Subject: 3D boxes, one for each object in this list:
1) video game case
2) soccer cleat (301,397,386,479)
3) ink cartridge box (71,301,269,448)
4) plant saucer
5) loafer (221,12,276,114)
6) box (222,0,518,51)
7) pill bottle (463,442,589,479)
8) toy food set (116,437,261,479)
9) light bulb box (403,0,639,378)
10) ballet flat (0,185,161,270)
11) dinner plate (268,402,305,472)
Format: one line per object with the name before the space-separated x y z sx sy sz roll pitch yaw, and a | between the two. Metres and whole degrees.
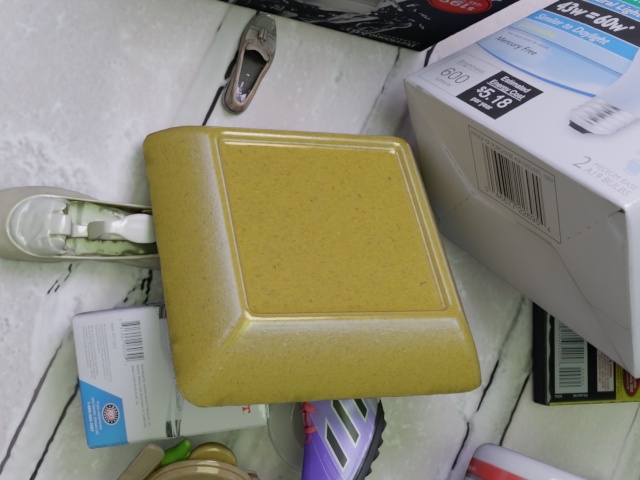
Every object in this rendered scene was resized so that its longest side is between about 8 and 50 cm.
video game case | 0.392 0.073 1.288 0.248 0.035 0.275 1 88 -18
soccer cleat | 0.013 0.140 1.095 0.116 0.108 0.318 26 66 -28
ink cartridge box | -0.156 0.135 1.054 0.190 0.082 0.140 -7 91 -3
plant saucer | 0.000 0.000 1.040 0.333 0.081 0.333 1 56 -23
loafer | -0.076 -0.205 1.135 0.045 0.039 0.125 21 82 -16
box | 0.032 -0.349 1.032 0.343 0.312 0.179 11 86 -17
pill bottle | 0.218 0.436 1.129 0.210 0.210 0.363 24 82 -16
toy food set | -0.130 0.267 1.081 0.192 0.038 0.132 26 126 -26
light bulb box | 0.348 -0.102 1.084 0.361 0.358 0.225 -29 130 -17
ballet flat | -0.251 -0.015 1.051 0.248 0.086 0.086 4 87 -18
dinner plate | 0.007 0.209 1.166 0.141 0.017 0.141 0 90 -20
